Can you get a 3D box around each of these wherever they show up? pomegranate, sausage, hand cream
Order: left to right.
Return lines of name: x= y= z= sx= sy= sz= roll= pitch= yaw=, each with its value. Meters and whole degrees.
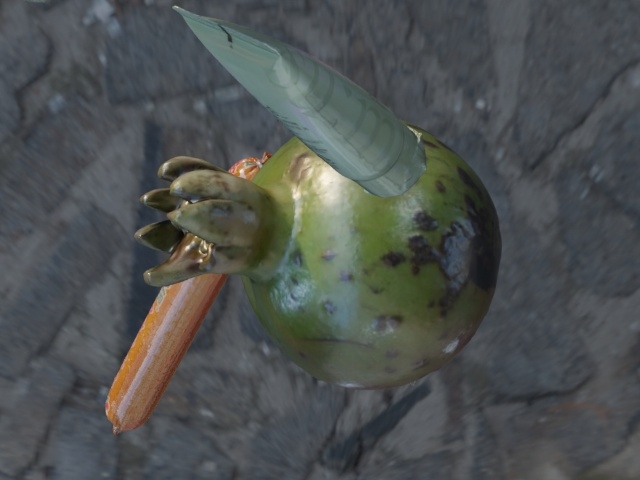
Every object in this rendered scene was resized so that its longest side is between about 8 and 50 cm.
sausage: x=-0.133 y=0.056 z=1.856 sx=0.053 sy=0.053 sz=0.348 roll=32 pitch=110 yaw=4
hand cream: x=-0.005 y=-0.081 z=1.080 sx=0.078 sy=0.205 sz=0.050 roll=28 pitch=86 yaw=36
pomegranate: x=-0.001 y=-0.005 z=1.560 sx=0.306 sy=0.242 sz=0.242 roll=19 pitch=83 yaw=-8

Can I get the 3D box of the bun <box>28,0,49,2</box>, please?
bun: x=-0.274 y=-0.266 z=1.807 sx=0.083 sy=0.045 sz=0.083 roll=-6 pitch=116 yaw=-11

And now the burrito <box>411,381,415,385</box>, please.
burrito: x=0.066 y=0.046 z=1.694 sx=0.045 sy=0.041 sz=0.185 roll=7 pitch=60 yaw=-25
